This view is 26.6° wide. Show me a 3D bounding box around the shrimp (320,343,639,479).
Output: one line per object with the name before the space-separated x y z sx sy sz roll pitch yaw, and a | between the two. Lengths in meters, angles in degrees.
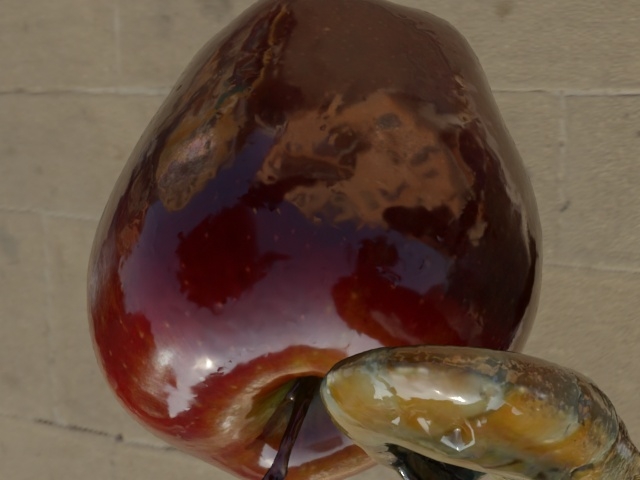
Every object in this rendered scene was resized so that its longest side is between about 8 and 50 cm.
shrimp | 0.085 0.108 0.674 0.145 0.254 0.059 -5 67 24

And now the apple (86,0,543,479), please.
apple | 0.000 0.000 0.868 0.288 0.288 0.317 -21 43 33
